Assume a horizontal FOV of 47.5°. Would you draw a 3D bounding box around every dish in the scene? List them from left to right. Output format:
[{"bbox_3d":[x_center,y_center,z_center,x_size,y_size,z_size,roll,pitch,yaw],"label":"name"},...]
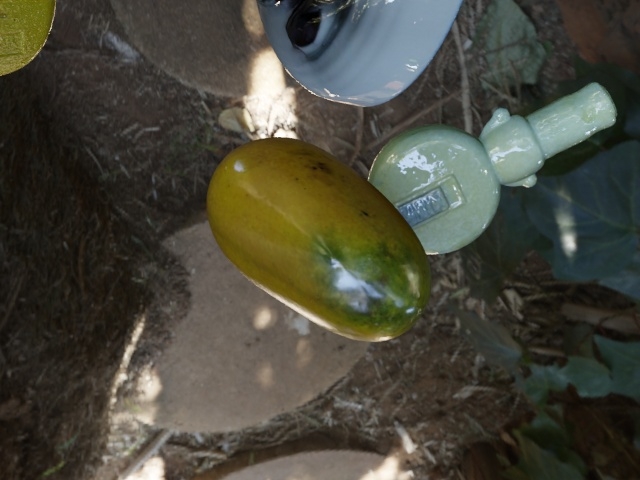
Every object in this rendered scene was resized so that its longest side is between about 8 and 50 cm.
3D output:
[{"bbox_3d":[-0.012,-0.236,0.519,0.133,0.273,0.273,-2,125,-26],"label":"dish"}]

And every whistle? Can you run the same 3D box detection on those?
[{"bbox_3d":[0.150,-0.068,0.683,0.258,0.067,0.126,-27,111,7],"label":"whistle"}]

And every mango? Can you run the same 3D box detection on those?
[{"bbox_3d":[0.002,0.001,0.570,0.120,0.221,0.151,-56,147,6],"label":"mango"}]

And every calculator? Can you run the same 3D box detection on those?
[{"bbox_3d":[-0.359,-0.258,0.786,0.146,0.032,0.235,-18,161,-30],"label":"calculator"}]
